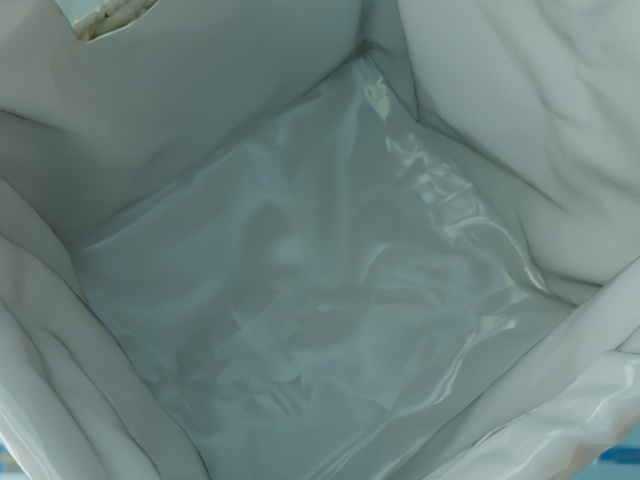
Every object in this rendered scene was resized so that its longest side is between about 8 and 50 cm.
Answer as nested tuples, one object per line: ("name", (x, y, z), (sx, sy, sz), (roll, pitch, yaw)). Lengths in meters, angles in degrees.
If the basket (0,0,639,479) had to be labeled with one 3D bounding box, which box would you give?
("basket", (0.000, 0.000, 0.543), (0.331, 0.328, 0.266), (51, 171, 15))
